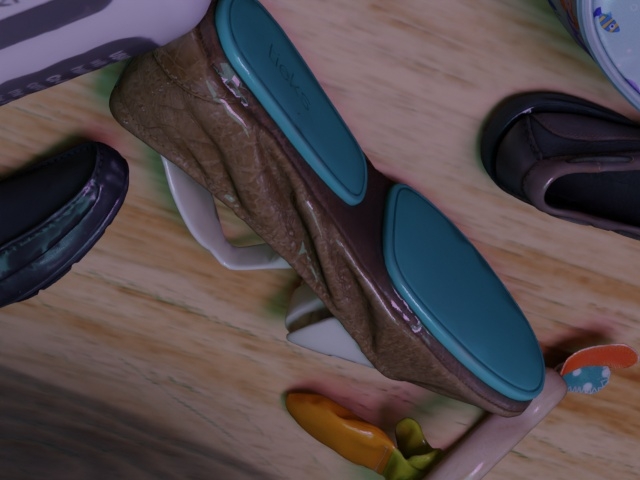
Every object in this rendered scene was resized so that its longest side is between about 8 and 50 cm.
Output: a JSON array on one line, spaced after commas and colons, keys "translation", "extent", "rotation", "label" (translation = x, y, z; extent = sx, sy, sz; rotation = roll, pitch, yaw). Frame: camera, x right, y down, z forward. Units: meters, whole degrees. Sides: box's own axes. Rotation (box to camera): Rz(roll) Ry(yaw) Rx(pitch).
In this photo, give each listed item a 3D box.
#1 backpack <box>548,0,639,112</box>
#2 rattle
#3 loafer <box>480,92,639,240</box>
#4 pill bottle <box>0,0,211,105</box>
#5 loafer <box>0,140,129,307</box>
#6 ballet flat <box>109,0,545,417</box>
[{"translation": [0.252, -0.166, 0.639], "extent": [0.225, 0.191, 0.253], "rotation": [34, 115, -26], "label": "backpack"}, {"translation": [0.102, 0.104, 0.855], "extent": [0.200, 0.143, 0.130], "rotation": [-46, 151, 0], "label": "rattle"}, {"translation": [0.234, -0.025, 0.769], "extent": [0.267, 0.084, 0.096], "rotation": [9, 118, -15], "label": "loafer"}, {"translation": [-0.172, -0.160, 0.549], "extent": [0.361, 0.204, 0.204], "rotation": [-20, 122, 2], "label": "pill bottle"}, {"translation": [-0.213, 0.005, 0.714], "extent": [0.223, 0.076, 0.078], "rotation": [-30, 128, 13], "label": "loafer"}, {"translation": [0.000, 0.000, 0.740], "extent": [0.124, 0.116, 0.342], "rotation": [-27, 123, 30], "label": "ballet flat"}]
